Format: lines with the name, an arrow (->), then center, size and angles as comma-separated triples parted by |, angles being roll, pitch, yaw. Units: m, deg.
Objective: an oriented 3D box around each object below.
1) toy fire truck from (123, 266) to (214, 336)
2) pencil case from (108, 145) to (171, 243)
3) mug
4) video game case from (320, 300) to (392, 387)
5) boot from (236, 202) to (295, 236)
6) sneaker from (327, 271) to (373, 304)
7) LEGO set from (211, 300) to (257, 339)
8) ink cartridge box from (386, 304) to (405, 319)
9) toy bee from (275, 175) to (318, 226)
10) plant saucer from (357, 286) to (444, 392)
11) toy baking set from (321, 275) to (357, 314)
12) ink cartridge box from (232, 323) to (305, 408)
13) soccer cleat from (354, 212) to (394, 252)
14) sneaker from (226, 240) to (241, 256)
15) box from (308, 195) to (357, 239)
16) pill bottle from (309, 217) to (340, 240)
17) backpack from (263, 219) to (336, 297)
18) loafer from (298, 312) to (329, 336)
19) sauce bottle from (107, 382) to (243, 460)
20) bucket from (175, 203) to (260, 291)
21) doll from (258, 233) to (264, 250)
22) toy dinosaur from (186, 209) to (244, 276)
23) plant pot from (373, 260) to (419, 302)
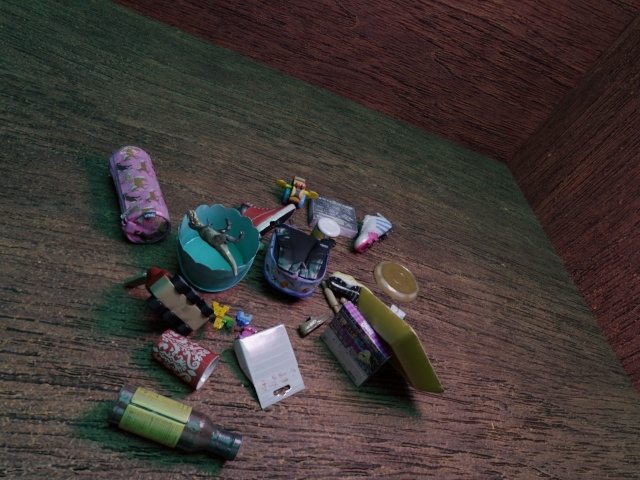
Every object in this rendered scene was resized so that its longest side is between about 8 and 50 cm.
toy fire truck -> -0.486, 0.168, 1.474 | 0.158, 0.217, 0.246 | -42, 46, -10
pencil case -> -0.667, -0.173, 1.721 | 0.160, 0.167, 0.386 | -22, 57, -9
mug -> -0.402, 0.350, 1.397 | 0.169, 0.150, 0.113 | 30, 74, 5
video game case -> 0.116, 0.361, 1.625 | 0.042, 0.210, 0.232 | -18, 59, -42
boot -> -0.238, -0.127, 1.990 | 0.244, 0.088, 0.176 | -34, 68, -33
sneaker -> 0.130, 0.185, 1.894 | 0.208, 0.081, 0.094 | 33, 22, -3
LEGO set -> -0.313, 0.273, 1.531 | 0.227, 0.087, 0.093 | 23, 39, -10
ink cartridge box -> 0.308, 0.302, 1.965 | 0.083, 0.028, 0.048 | 36, 38, 6
toy bee -> -0.098, -0.215, 2.140 | 0.195, 0.162, 0.298 | 5, 43, -26
plant saucer -> 0.255, 0.359, 1.635 | 0.081, 0.332, 0.333 | -36, 31, -9
toy baking set -> 0.114, 0.242, 1.898 | 0.197, 0.030, 0.256 | 3, 46, -32
ink cartridge box -> -0.165, 0.404, 1.523 | 0.181, 0.056, 0.224 | -12, 79, -41
soccer cleat -> 0.225, -0.043, 2.214 | 0.143, 0.116, 0.331 | 51, 33, 9
sneaker -> -0.350, 0.020, 1.805 | 0.158, 0.061, 0.065 | 44, 47, 16
box -> 0.058, -0.114, 2.224 | 0.231, 0.056, 0.183 | 17, 41, -18
pill bottle -> 0.000, 0.000, 1.958 | 0.103, 0.184, 0.103 | 19, 40, -16
backpack -> -0.099, 0.087, 1.780 | 0.276, 0.213, 0.263 | 19, 31, -7
loafer -> -0.023, 0.298, 1.723 | 0.050, 0.056, 0.148 | 50, 41, 12
sauce bottle -> -0.376, 0.489, 1.236 | 0.344, 0.111, 0.111 | 27, 38, -8
bucket -> -0.365, 0.033, 1.644 | 0.281, 0.183, 0.281 | 11, 53, -16
doll -> -0.291, -0.022, 1.846 | 0.189, 0.129, 0.046 | 42, 57, -33
toy dinosaur -> -0.321, -0.010, 1.535 | 0.118, 0.064, 0.268 | -39, 78, -23
plant pot -> 0.350, 0.177, 2.128 | 0.236, 0.032, 0.236 | 19, 40, -17
